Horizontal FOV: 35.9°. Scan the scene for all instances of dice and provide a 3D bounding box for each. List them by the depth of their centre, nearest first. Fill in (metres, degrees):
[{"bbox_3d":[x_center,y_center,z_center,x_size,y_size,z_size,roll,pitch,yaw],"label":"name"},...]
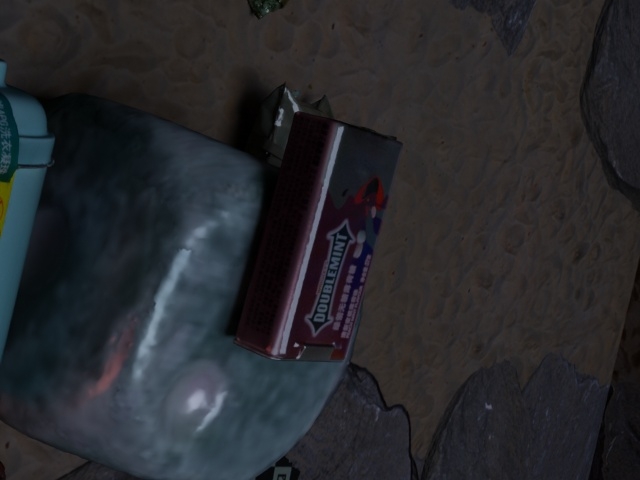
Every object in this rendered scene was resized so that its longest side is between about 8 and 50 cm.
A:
[{"bbox_3d":[-0.170,0.053,1.069,0.348,0.328,0.331,26,87,-53],"label":"dice"}]

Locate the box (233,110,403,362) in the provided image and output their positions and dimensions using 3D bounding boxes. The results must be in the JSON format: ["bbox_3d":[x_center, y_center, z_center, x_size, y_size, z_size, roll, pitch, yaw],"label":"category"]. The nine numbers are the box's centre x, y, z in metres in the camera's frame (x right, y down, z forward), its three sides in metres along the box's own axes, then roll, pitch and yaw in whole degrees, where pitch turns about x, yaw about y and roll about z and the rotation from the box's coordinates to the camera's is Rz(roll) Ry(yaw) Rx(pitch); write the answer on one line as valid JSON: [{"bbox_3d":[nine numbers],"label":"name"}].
[{"bbox_3d":[0.000,0.000,0.926,0.120,0.069,0.224,8,99,-51],"label":"box"}]

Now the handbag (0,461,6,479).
[{"bbox_3d":[-0.449,0.363,1.086,0.275,0.084,0.260,-41,132,-32],"label":"handbag"}]

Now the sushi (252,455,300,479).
[{"bbox_3d":[-0.157,0.398,1.479,0.290,0.050,0.264,56,49,-44],"label":"sushi"}]

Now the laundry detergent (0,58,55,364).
[{"bbox_3d":[-0.380,-0.022,0.812,0.287,0.287,0.305,6,102,-51],"label":"laundry detergent"}]

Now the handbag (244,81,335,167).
[{"bbox_3d":[-0.059,-0.074,1.318,0.182,0.117,0.271,-2,110,-72],"label":"handbag"}]

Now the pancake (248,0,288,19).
[{"bbox_3d":[-0.069,-0.453,1.185,0.197,0.054,0.377,-20,119,-46],"label":"pancake"}]
